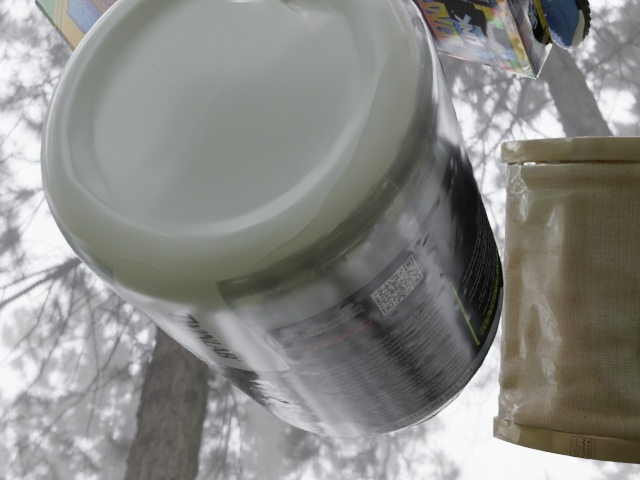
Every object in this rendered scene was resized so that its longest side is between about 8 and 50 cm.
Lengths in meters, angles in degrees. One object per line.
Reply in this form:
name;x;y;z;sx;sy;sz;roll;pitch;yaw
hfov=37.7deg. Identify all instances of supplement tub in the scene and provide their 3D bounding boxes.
supplement tub;0.000;0.000;0.542;0.193;0.194;0.316;-14;-29;12

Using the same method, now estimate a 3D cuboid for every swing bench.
swing bench;0.287;0.045;0.803;0.254;0.165;0.253;0;-88;-38

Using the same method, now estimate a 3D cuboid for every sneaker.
sneaker;0.192;-0.271;0.933;0.081;0.080;0.211;-43;-73;-8

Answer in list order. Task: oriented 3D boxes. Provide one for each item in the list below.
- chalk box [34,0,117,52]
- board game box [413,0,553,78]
chalk box;-0.099;-0.147;0.704;0.132;0.213;0.132;-44;-46;3
board game box;0.140;-0.228;0.905;0.141;0.048;0.170;20;-8;27
